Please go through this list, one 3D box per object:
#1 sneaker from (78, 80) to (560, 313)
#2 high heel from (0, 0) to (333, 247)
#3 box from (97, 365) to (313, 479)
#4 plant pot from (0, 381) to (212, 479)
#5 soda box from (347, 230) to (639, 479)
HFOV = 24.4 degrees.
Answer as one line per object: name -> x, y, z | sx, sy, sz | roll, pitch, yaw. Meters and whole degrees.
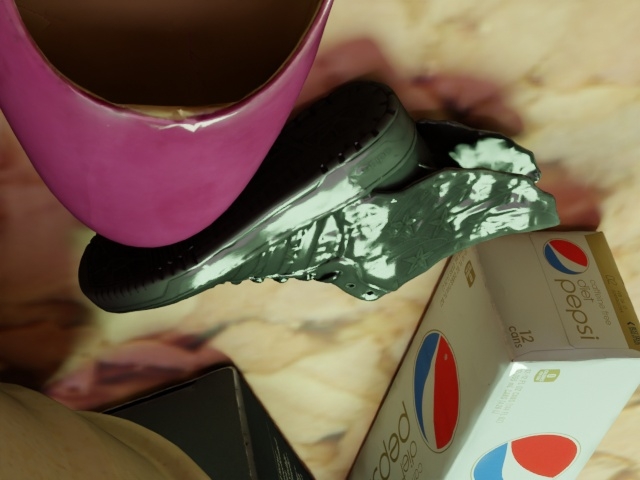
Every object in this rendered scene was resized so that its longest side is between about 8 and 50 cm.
sneaker -> -0.001, -0.002, 0.569 | 0.170, 0.051, 0.089 | -30, 135, 12
high heel -> -0.034, -0.082, 0.356 | 0.127, 0.181, 0.377 | -7, 141, -10
box -> -0.069, 0.174, 0.716 | 0.153, 0.108, 0.207 | -21, 142, 8
plant pot -> -0.233, 0.113, 0.455 | 0.334, 0.333, 0.305 | -27, 129, 14
soda box -> 0.074, 0.091, 0.688 | 0.069, 0.074, 0.216 | 0, 139, -18
